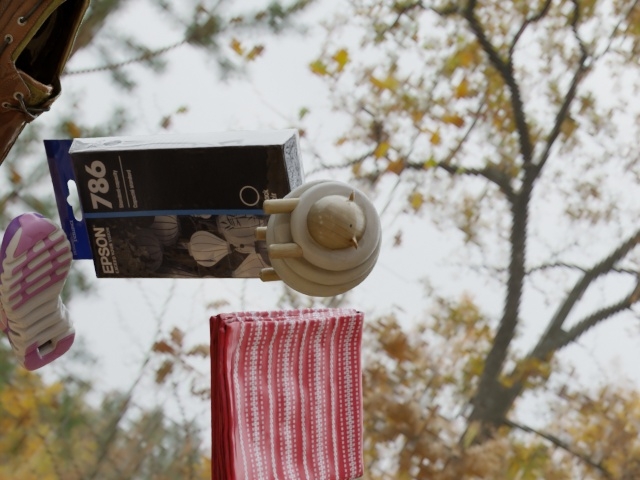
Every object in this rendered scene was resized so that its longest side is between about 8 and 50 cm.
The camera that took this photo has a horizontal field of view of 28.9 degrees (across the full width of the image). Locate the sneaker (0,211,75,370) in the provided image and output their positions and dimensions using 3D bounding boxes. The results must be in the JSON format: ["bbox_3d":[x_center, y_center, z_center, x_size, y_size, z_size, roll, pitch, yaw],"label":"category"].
[{"bbox_3d":[-0.358,0.049,1.482,0.104,0.095,0.236,42,-36,28],"label":"sneaker"}]

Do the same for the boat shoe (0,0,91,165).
[{"bbox_3d":[-0.360,-0.185,1.430,0.104,0.307,0.110,26,10,24],"label":"boat shoe"}]

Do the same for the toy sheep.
[{"bbox_3d":[0.000,0.000,0.886,0.091,0.091,0.132,35,-16,0],"label":"toy sheep"}]

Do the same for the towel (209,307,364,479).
[{"bbox_3d":[-0.027,0.171,1.297,0.031,0.199,0.275,-1,-1,32],"label":"towel"}]

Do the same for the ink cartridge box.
[{"bbox_3d":[-0.177,-0.039,1.444,0.332,0.065,0.165,-1,-68,20],"label":"ink cartridge box"}]
